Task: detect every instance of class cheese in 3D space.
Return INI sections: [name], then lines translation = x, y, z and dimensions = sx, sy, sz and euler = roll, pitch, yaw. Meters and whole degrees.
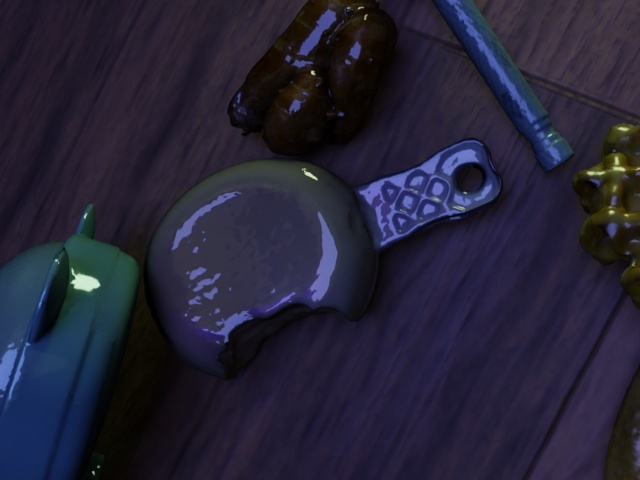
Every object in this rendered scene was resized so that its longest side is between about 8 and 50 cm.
[cheese]
translation = 0.000, 0.000, 0.584
dimensions = 0.286, 0.082, 0.163
euler = -20, 77, 16

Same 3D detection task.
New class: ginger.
[ginger]
translation = 0.002, -0.127, 0.608
dimensions = 0.162, 0.073, 0.103
euler = -47, 56, 16

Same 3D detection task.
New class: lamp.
[lamp]
translation = -0.210, 0.124, 0.590
dimensions = 0.147, 0.209, 0.284
euler = -1, 108, -5

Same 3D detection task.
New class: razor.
[razor]
translation = 0.118, -0.155, 0.570
dimensions = 0.068, 0.106, 0.232
euler = -34, 84, 14

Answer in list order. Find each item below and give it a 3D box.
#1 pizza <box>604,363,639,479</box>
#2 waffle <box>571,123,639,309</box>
[pizza]
translation = 0.292, 0.124, 0.467
dimensions = 0.197, 0.058, 0.292
euler = 37, 96, 22
[waffle]
translation = 0.297, -0.041, 0.461
dimensions = 0.253, 0.056, 0.249
euler = -50, 49, -3
